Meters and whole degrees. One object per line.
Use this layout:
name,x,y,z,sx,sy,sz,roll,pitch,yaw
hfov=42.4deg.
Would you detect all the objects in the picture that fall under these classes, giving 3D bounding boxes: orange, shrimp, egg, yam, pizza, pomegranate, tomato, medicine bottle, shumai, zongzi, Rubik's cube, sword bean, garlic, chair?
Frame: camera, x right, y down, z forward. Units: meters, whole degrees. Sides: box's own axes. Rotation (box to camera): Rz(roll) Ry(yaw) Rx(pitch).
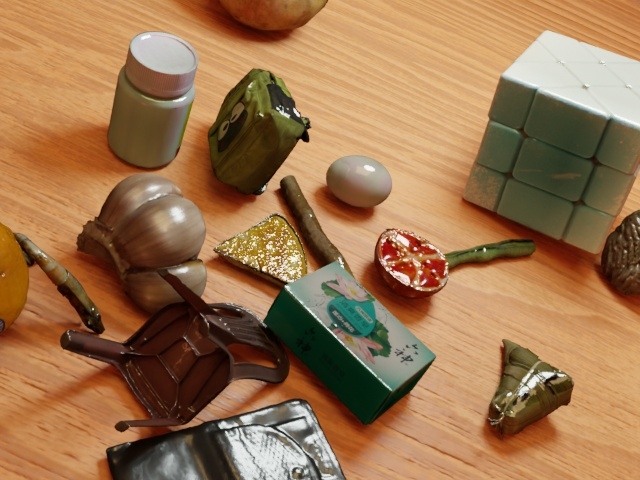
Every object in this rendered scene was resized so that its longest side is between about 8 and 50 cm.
orange,-0.511,0.052,1.124,0.219,0.193,0.219,19,50,-24
shrimp,-0.404,0.060,1.255,0.035,0.148,0.195,-44,118,-22
egg,0.077,-0.118,1.643,0.135,0.103,0.103,15,43,-10
yam,0.000,0.000,1.534,0.045,0.045,0.327,14,38,-47
pizza,-0.103,0.032,1.458,0.176,0.036,0.185,-8,54,-30
pomegranate,-0.110,-0.650,1.959,0.322,0.322,0.322,14,44,-13
tomato,0.161,0.056,1.536,0.155,0.069,0.155,16,41,-15
medicine bottle,-0.305,-0.252,1.501,0.139,0.225,0.139,13,45,-13
shumai,0.718,0.029,1.767,0.175,0.206,0.166,11,52,-49
zongzi,0.315,0.252,1.436,0.189,0.081,0.178,-22,38,-24
Rubik's cube,0.534,-0.219,1.771,0.322,0.316,0.319,26,41,17
sword bean,0.330,0.029,1.673,0.269,0.038,0.043,-9,28,-32
garlic,-0.260,-0.001,1.324,0.191,0.160,0.214,-30,62,-37
chair,-0.192,0.171,1.221,0.175,0.183,0.326,49,2,24

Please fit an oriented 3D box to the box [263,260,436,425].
box,0.048,0.161,1.346,0.245,0.092,0.153,42,34,17

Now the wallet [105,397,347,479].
wallet,-0.107,0.352,1.139,0.323,0.041,0.247,-9,51,-30

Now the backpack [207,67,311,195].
backpack,-0.122,-0.214,1.575,0.140,0.207,0.253,30,28,-30
